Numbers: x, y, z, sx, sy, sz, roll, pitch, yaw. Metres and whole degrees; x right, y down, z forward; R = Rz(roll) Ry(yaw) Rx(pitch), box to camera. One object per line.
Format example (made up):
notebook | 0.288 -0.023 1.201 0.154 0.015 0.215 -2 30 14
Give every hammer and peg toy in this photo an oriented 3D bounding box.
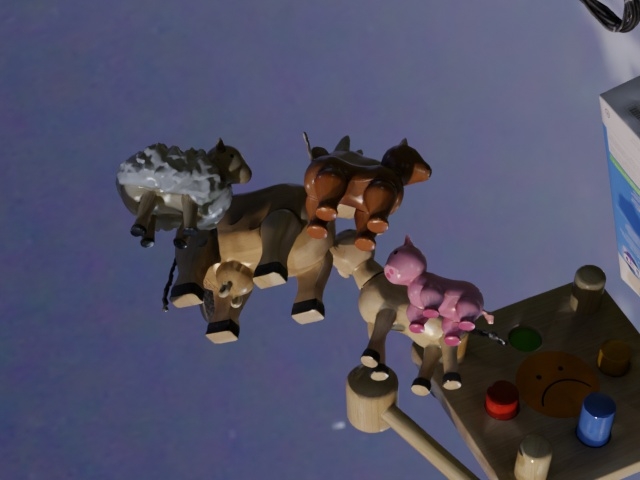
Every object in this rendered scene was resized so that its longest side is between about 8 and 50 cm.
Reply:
hammer and peg toy | 0.221 0.191 1.856 0.361 0.127 0.266 -19 -128 -19

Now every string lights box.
string lights box | 0.334 -0.022 1.564 0.133 0.076 0.260 57 170 42

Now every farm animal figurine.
farm animal figurine | 0.000 0.000 1.612 0.330 0.326 0.172 69 -157 -51

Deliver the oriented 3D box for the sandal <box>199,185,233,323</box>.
sandal | -0.117 0.005 1.826 0.067 0.040 0.179 -17 -72 -37

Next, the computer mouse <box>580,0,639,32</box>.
computer mouse | 0.285 -0.173 1.353 0.041 0.242 0.071 -17 -51 -39
